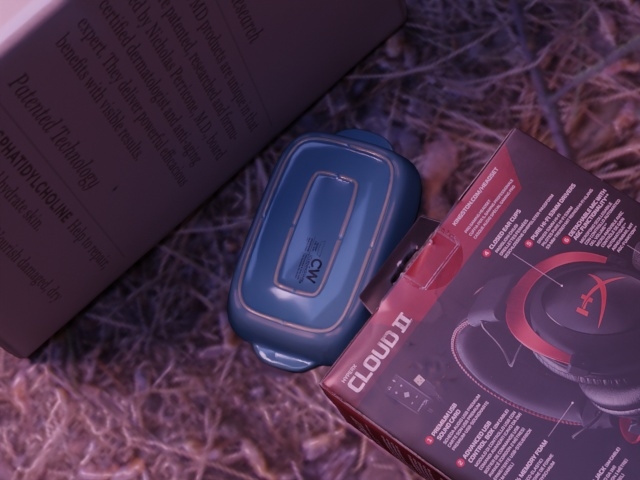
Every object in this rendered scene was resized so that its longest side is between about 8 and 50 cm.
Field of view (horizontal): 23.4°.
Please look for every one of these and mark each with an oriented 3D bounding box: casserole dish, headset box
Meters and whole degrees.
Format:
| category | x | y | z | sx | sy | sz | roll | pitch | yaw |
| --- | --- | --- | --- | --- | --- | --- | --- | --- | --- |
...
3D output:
| category | x | y | z | sx | sy | sz | roll | pitch | yaw |
| --- | --- | --- | --- | --- | --- | --- | --- | --- | --- |
| casserole dish | 0.000 | 0.000 | 1.096 | 0.114 | 0.037 | 0.188 | 16 | 75 | 17 |
| headset box | 0.159 | 0.084 | 0.993 | 0.293 | 0.110 | 0.218 | 34 | 80 | 20 |

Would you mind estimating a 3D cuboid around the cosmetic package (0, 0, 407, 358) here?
| category | x | y | z | sx | sy | sz | roll | pitch | yaw |
| --- | --- | --- | --- | --- | --- | --- | --- | --- | --- |
| cosmetic package | -0.203 | -0.198 | 1.052 | 0.393 | 0.327 | 0.329 | -43 | 68 | -7 |
